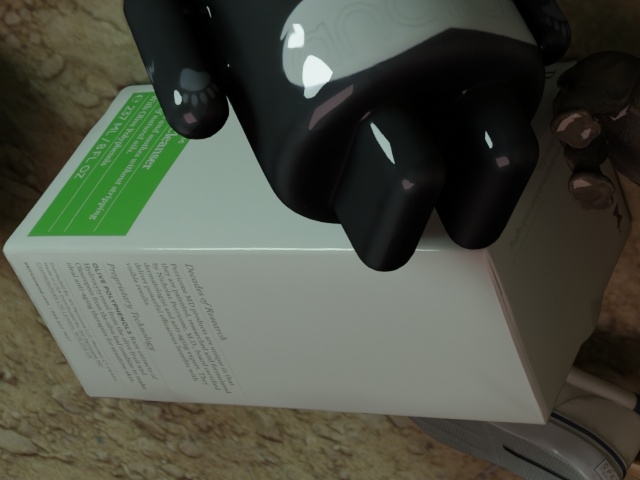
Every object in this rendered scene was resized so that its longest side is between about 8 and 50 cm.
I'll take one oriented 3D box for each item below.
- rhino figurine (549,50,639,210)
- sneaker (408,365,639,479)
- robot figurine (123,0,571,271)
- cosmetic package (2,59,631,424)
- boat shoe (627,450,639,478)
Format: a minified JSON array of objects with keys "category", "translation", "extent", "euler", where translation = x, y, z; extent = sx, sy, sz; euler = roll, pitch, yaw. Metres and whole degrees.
[{"category":"rhino figurine","translation":[0.246,-0.045,1.070],"extent":[0.243,0.106,0.073],"euler":[21,126,-7]},{"category":"sneaker","translation":[0.134,0.110,1.321],"extent":[0.258,0.091,0.094],"euler":[28,150,36]},{"category":"robot figurine","translation":[0.021,-0.120,1.016],"extent":[0.173,0.278,0.209],"euler":[-38,150,23]},{"category":"cosmetic package","translation":[0.000,0.000,1.200],"extent":[0.365,0.197,0.155],"euler":[-2,130,30]},{"category":"boat shoe","translation":[0.286,0.176,1.312],"extent":[0.170,0.063,0.059],"euler":[13,131,18]}]
